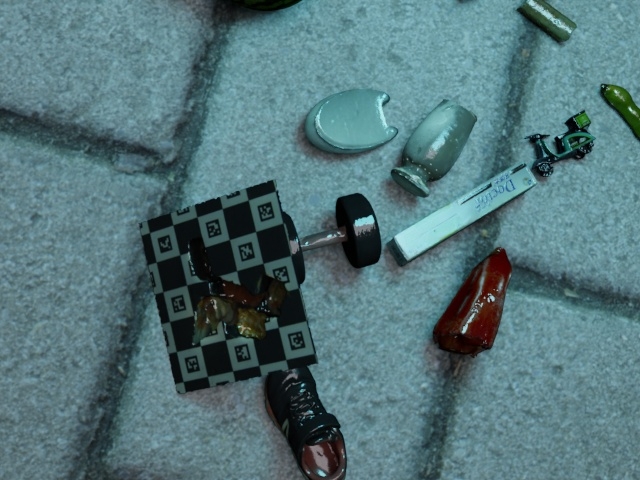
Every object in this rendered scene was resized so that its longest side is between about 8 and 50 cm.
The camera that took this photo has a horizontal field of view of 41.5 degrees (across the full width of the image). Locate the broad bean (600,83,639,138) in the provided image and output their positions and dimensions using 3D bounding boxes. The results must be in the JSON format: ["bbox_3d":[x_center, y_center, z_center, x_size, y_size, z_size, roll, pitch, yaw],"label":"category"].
[{"bbox_3d":[0.722,-0.264,1.900,0.256,0.053,0.052,48,117,0],"label":"broad bean"}]

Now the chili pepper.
[{"bbox_3d":[0.332,0.117,1.751,0.136,0.144,0.253,17,71,31],"label":"chili pepper"}]

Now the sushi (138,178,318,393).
[{"bbox_3d":[-0.173,0.094,1.662,0.343,0.064,0.360,-16,85,28],"label":"sushi"}]

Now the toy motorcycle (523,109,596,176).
[{"bbox_3d":[0.528,-0.210,1.862,0.173,0.058,0.100,-27,81,-12],"label":"toy motorcycle"}]

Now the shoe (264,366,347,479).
[{"bbox_3d":[-0.027,0.367,1.668,0.114,0.137,0.291,-23,86,-11],"label":"shoe"}]

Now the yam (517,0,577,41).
[{"bbox_3d":[0.509,-0.501,1.896,0.132,0.054,0.054,36,80,-2],"label":"yam"}]

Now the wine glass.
[{"bbox_3d":[0.239,-0.194,1.786,0.111,0.111,0.204,34,81,-3],"label":"wine glass"}]

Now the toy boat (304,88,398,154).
[{"bbox_3d":[0.062,-0.250,1.797,0.207,0.079,0.134,-16,94,-21],"label":"toy boat"}]

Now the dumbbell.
[{"bbox_3d":[0.000,0.000,1.707,0.218,0.152,0.153,-14,86,-10],"label":"dumbbell"}]

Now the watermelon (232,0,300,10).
[{"bbox_3d":[-0.114,-0.609,1.700,0.284,0.285,0.285,1,83,-8],"label":"watermelon"}]

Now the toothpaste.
[{"bbox_3d":[0.300,-0.056,1.796,0.336,0.081,0.067,-30,85,-11],"label":"toothpaste"}]
